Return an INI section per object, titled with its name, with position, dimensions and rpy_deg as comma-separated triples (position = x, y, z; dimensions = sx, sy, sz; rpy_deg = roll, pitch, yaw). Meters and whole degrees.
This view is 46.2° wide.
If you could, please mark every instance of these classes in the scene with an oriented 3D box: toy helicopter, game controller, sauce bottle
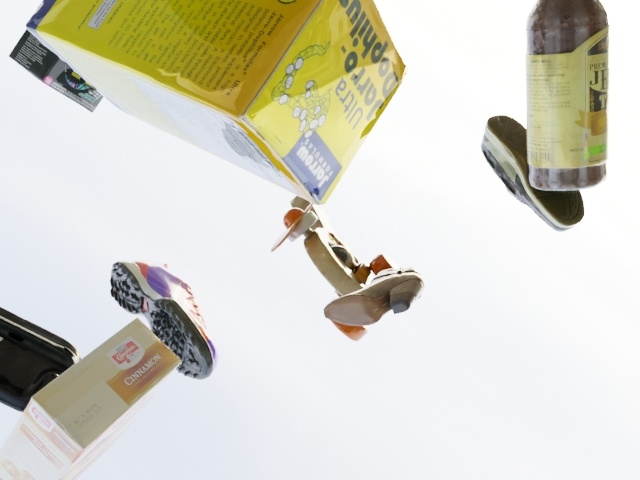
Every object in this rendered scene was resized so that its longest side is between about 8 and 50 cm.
[toy helicopter]
position = 0.000, 0.000, 1.331
dimensions = 0.235, 0.140, 0.355
rpy_deg = 38, -168, -30
[game controller]
position = -0.567, 0.172, 1.251
dimensions = 0.319, 0.067, 0.166
rpy_deg = 27, -142, -5
[sauce bottle]
position = 0.330, -0.241, 1.004
dimensions = 0.111, 0.344, 0.111
rpy_deg = -6, -162, 2

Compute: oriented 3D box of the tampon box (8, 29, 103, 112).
[tampon box]
position = -0.378, -0.309, 1.178
dimensions = 0.101, 0.161, 0.120
rpy_deg = 36, -178, 28

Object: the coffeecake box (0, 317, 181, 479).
[coffeecake box]
position = -0.239, 0.181, 0.748
dimensions = 0.068, 0.185, 0.142
rpy_deg = 44, -142, 4

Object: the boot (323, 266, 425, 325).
[boot]
position = 0.068, 0.064, 0.911
dimensions = 0.118, 0.042, 0.087
rpy_deg = -5, -157, 13

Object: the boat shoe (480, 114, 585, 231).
[boat shoe]
position = 0.319, -0.096, 1.149
dimensions = 0.080, 0.073, 0.223
rpy_deg = -18, -121, -20

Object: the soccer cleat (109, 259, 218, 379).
[soccer cleat]
position = -0.247, 0.121, 1.289
dimensions = 0.116, 0.108, 0.318
rpy_deg = -9, -149, -40

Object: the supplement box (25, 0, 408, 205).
[supplement box]
position = -0.117, -0.218, 0.849
dimensions = 0.356, 0.194, 0.195
rpy_deg = 27, -100, 31
